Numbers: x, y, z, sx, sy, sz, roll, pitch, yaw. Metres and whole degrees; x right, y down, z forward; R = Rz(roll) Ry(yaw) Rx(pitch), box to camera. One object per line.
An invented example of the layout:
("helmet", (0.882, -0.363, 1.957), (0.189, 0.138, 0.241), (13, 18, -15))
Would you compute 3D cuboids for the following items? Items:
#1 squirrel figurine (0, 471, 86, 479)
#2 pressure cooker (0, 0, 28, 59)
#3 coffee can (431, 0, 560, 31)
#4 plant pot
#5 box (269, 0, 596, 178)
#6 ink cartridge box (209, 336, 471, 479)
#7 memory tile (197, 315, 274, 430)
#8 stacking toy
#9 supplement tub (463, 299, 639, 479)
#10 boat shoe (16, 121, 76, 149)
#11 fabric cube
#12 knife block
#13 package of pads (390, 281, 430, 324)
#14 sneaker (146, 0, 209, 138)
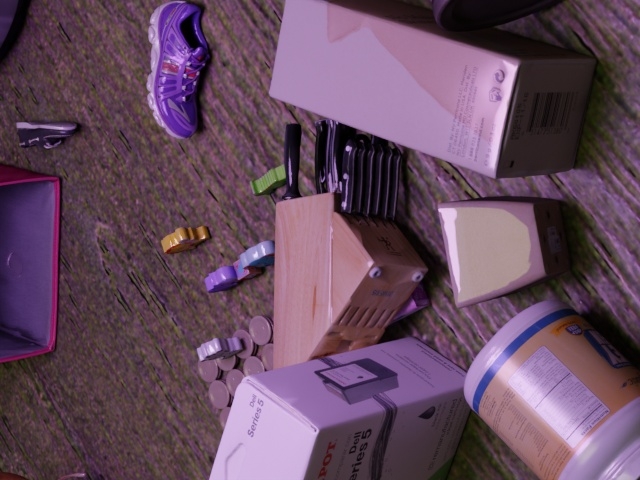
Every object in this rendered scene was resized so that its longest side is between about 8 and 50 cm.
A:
("squirrel figurine", (-0.353, 0.429, 1.972), (0.370, 0.397, 0.281), (31, 121, 25))
("pressure cooker", (-0.637, -0.375, 2.067), (0.370, 0.420, 0.376), (-8, 89, 31))
("coffee can", (0.155, -0.369, 1.525), (0.201, 0.201, 0.275), (-31, 76, 40))
("plant pot", (0.194, 0.003, 1.617), (0.096, 0.109, 0.109), (-12, 88, 30))
("box", (0.110, -0.167, 1.636), (0.311, 0.148, 0.121), (23, 111, 36))
("ink cartridge box", (0.022, 0.229, 1.685), (0.115, 0.273, 0.198), (33, 117, 34))
("memory tile", (-0.090, 0.168, 1.954), (0.148, 0.012, 0.113), (-36, 72, 39))
("stacking toy", (-0.094, 0.030, 1.901), (0.221, 0.052, 0.167), (-33, 69, 39))
("supplement tub", (0.254, 0.171, 1.554), (0.200, 0.144, 0.144), (46, 124, 27))
("boat shoe", (-0.370, -0.141, 2.138), (0.125, 0.046, 0.038), (4, 99, 45))
("fabric cube", (-0.538, 0.024, 2.171), (0.258, 0.259, 0.254), (16, 108, 40))
("knife block", (0.000, 0.000, 1.775), (0.276, 0.088, 0.242), (-57, 47, 25))
("package of pads", (0.079, 0.065, 1.772), (0.083, 0.032, 0.050), (-31, 75, 40))
("sneaker", (-0.169, -0.209, 1.936), (0.071, 0.068, 0.170), (-1, 95, 36))
